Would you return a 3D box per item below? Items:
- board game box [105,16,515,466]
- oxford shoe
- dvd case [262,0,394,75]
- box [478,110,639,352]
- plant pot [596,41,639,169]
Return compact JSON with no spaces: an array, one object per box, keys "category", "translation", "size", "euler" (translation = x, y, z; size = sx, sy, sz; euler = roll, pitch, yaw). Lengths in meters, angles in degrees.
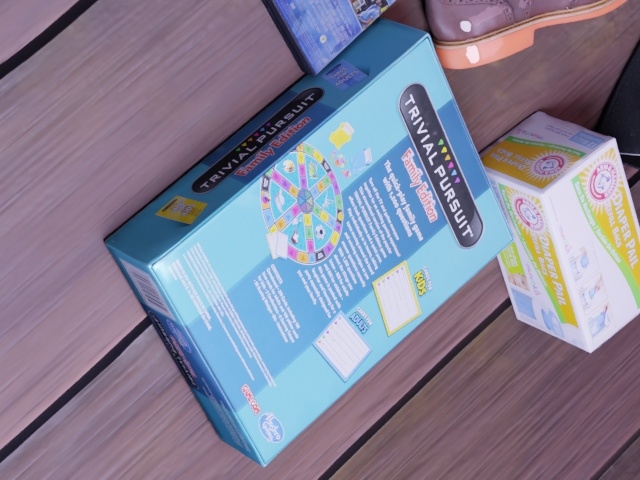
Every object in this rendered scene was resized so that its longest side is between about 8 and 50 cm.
[{"category":"board game box","translation":[0.000,0.000,1.810],"size":[0.336,0.079,0.254],"euler":[-41,128,-20]},{"category":"oxford shoe","translation":[0.214,-0.255,1.874],"size":[0.271,0.097,0.098],"euler":[-29,118,-27]},{"category":"dvd case","translation":[0.038,-0.292,1.764],"size":[0.253,0.022,0.180],"euler":[-44,128,-17]},{"category":"box","translation":[0.242,-0.009,1.978],"size":[0.103,0.114,0.203],"euler":[-37,125,-23]},{"category":"plant pot","translation":[0.417,-0.144,2.032],"size":[0.188,0.187,0.167],"euler":[16,85,-41]}]
